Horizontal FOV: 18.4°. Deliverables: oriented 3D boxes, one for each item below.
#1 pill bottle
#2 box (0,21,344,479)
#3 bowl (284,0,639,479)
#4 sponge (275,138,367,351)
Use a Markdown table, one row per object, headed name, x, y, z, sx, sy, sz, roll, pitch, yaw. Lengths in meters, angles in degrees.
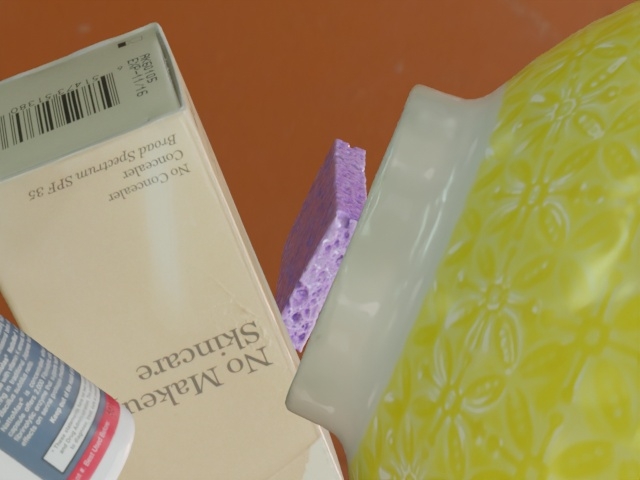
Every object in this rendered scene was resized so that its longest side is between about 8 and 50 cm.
| name | x | y | z | sx | sy | sz | roll | pitch | yaw |
| --- | --- | --- | --- | --- | --- | --- | --- | --- | --- |
| pill bottle | -0.191 | 0.077 | 0.969 | 0.180 | 0.108 | 0.108 | 39 | 63 | -16 |
| box | -0.102 | 0.043 | 1.206 | 0.148 | 0.311 | 0.121 | -23 | 33 | 0 |
| bowl | 0.081 | 0.030 | 0.639 | 0.156 | 0.289 | 0.289 | 22 | 63 | 2 |
| sponge | 0.000 | 0.000 | 1.585 | 0.031 | 0.117 | 0.210 | 25 | 17 | -8 |
